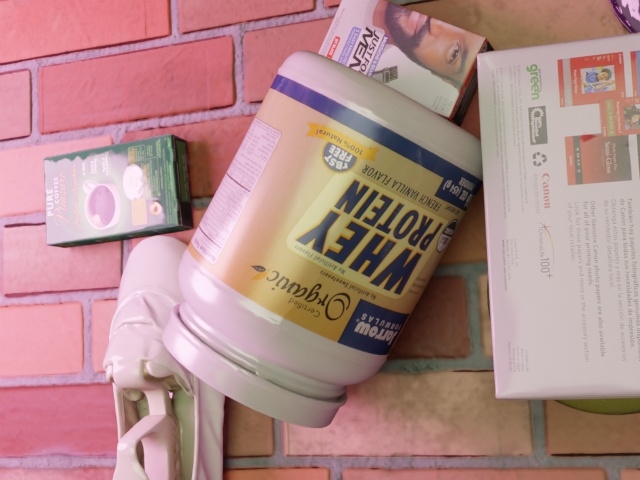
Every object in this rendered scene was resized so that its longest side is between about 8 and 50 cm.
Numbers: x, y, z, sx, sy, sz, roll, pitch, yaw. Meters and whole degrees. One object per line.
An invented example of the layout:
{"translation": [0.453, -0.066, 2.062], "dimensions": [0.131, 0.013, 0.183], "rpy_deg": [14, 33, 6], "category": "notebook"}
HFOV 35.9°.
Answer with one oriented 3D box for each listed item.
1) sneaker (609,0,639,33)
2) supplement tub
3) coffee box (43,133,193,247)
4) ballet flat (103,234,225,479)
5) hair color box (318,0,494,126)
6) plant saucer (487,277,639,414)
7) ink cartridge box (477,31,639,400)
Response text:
{"translation": [0.304, -0.300, 0.953], "dimensions": [0.083, 0.098, 0.224], "rpy_deg": [-14, 80, 20], "category": "sneaker"}
{"translation": [0.000, 0.000, 0.974], "dimensions": [0.228, 0.228, 0.316], "rpy_deg": [30, 96, 21], "category": "supplement tub"}
{"translation": [-0.243, -0.057, 1.175], "dimensions": [0.184, 0.040, 0.113], "rpy_deg": [-9, 81, 20], "category": "coffee box"}
{"translation": [-0.176, 0.186, 1.079], "dimensions": [0.139, 0.139, 0.400], "rpy_deg": [-8, 82, 21], "category": "ballet flat"}
{"translation": [0.088, -0.196, 1.052], "dimensions": [0.167, 0.053, 0.093], "rpy_deg": [25, 93, 20], "category": "hair color box"}
{"translation": [0.278, 0.050, 0.963], "dimensions": [0.241, 0.037, 0.241], "rpy_deg": [-2, 85, 21], "category": "plant saucer"}
{"translation": [0.290, -0.019, 0.876], "dimensions": [0.271, 0.130, 0.310], "rpy_deg": [-4, 83, 19], "category": "ink cartridge box"}
